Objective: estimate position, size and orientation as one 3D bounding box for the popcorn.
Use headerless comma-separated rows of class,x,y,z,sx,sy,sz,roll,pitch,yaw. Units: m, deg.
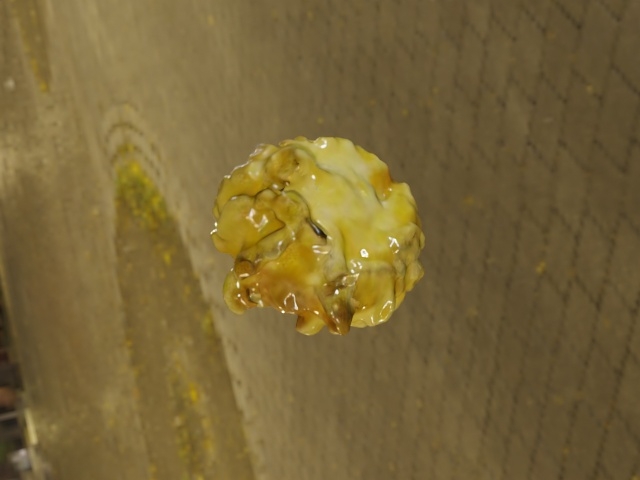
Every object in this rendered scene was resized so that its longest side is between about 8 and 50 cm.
popcorn,0.000,0.000,0.516,0.057,0.082,0.083,-49,40,44
